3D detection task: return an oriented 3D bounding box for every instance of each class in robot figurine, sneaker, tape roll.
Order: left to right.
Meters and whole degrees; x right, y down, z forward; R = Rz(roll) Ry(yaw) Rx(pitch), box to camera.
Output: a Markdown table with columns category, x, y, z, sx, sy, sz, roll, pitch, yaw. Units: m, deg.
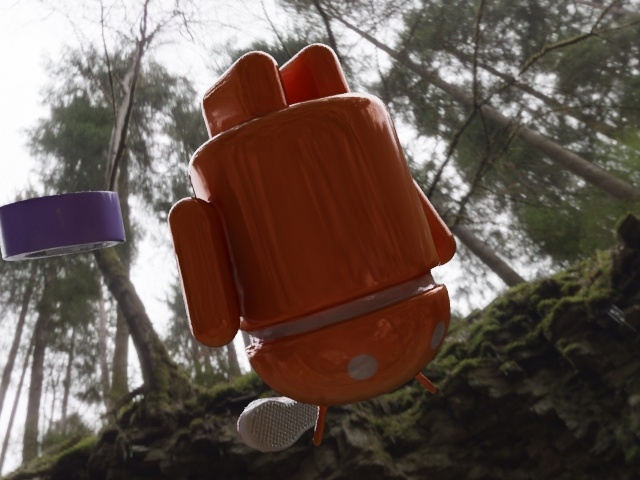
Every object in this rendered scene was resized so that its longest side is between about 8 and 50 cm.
| category | x | y | z | sx | sy | sz | roll | pitch | yaw |
| --- | --- | --- | --- | --- | --- | --- | --- | --- | --- |
| tape roll | -0.412 | -0.022 | 1.201 | 0.189 | 0.189 | 0.080 | -10 | -93 | -10 |
| sneaker | -0.057 | 0.185 | 0.756 | 0.070 | 0.134 | 0.050 | -22 | -99 | 26 |
| robot figurine | 0.002 | -0.001 | 0.444 | 0.128 | 0.158 | 0.219 | -18 | -92 | 18 |
